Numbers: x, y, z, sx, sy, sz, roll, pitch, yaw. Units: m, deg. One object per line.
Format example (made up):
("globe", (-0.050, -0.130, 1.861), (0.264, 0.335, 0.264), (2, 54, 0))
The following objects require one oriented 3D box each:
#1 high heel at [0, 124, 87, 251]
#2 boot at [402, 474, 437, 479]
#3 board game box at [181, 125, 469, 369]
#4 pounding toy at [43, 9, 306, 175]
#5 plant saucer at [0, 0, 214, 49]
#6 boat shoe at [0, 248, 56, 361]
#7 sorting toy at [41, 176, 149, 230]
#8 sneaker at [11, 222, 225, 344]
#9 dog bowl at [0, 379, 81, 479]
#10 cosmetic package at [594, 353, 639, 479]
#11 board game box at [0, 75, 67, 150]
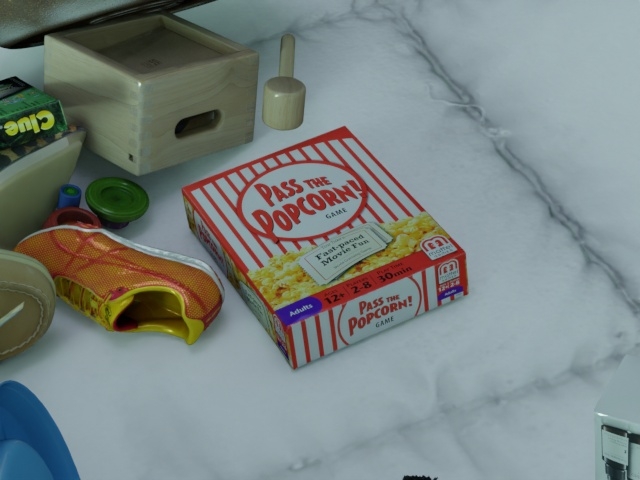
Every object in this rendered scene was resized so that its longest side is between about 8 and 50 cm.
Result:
("high heel", (-0.325, -0.036, 1.302), (0.186, 0.093, 0.261), (27, 58, 30))
("boot", (0.065, 0.198, 0.994), (0.121, 0.045, 0.099), (26, 48, 36))
("board game box", (0.000, 0.000, 1.242), (0.147, 0.045, 0.193), (-22, 41, -17))
("pounding toy", (-0.094, -0.113, 1.359), (0.181, 0.094, 0.206), (-20, 36, -41))
("plant saucer", (-0.165, -0.220, 1.437), (0.311, 0.050, 0.310), (-14, 6, 1))
("boat shoe", (-0.306, 0.073, 1.127), (0.285, 0.104, 0.089), (-12, 28, -30))
("sorting toy", (-0.183, -0.013, 1.301), (0.061, 0.042, 0.102), (33, 40, 20))
("sneaker", (-0.159, 0.032, 1.216), (0.175, 0.064, 0.067), (10, 40, 21))
("dog bowl", (-0.197, 0.204, 0.926), (0.074, 0.166, 0.297), (-17, 26, 9))
("cosmetic package", (0.282, 0.150, 0.971), (0.239, 0.099, 0.060), (15, 47, 26))
("board game box", (-0.291, -0.094, 1.336), (0.136, 0.030, 0.260), (-17, 14, -14))
